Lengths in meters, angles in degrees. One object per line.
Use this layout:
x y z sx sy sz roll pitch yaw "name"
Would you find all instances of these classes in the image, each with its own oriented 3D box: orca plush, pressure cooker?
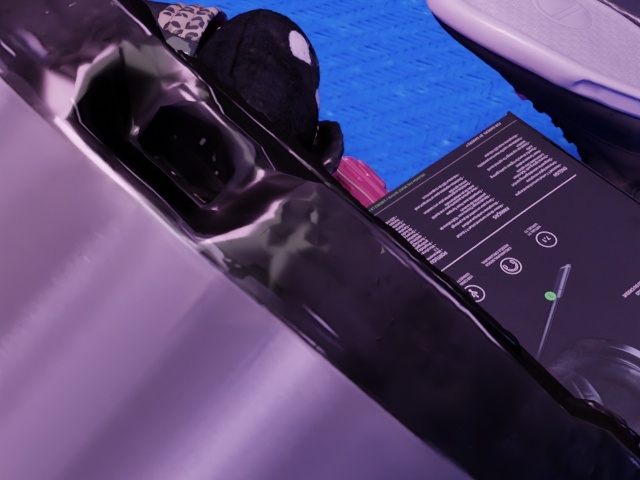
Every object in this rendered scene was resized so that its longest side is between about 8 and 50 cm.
-0.089 -0.055 0.919 0.151 0.102 0.287 18 59 36 "orca plush"
-0.124 0.134 0.612 0.375 0.370 0.420 41 91 6 "pressure cooker"

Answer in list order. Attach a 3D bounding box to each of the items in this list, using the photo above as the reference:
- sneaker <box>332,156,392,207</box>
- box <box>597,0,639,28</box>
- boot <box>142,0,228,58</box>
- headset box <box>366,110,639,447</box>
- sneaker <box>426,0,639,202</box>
0.000 0.000 0.995 0.063 0.075 0.170 43 30 -2 "sneaker"
0.311 -0.127 1.116 0.207 0.108 0.153 36 54 25 "box"
-0.177 -0.116 1.021 0.179 0.085 0.236 12 35 11 "boot"
0.128 0.093 0.873 0.283 0.131 0.246 37 53 26 "headset box"
0.183 -0.066 1.002 0.296 0.147 0.104 25 40 -5 "sneaker"
